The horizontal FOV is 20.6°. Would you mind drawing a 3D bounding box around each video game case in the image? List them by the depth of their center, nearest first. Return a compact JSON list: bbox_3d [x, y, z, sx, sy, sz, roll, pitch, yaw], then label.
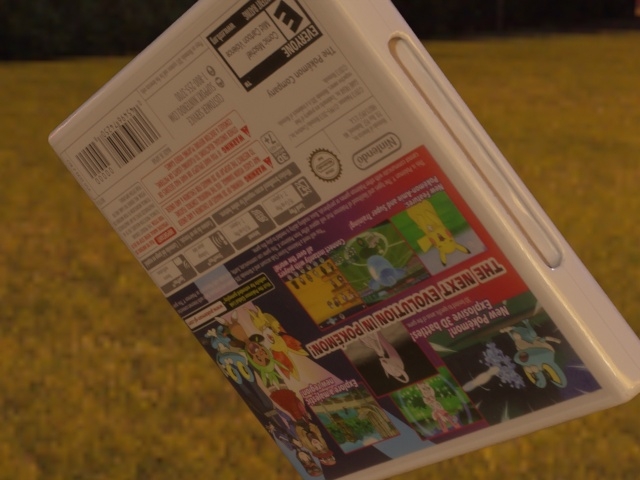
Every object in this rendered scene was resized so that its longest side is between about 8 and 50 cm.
[{"bbox_3d":[0.000,0.000,0.626,0.023,0.183,0.201,-40,6,-34],"label":"video game case"}]
